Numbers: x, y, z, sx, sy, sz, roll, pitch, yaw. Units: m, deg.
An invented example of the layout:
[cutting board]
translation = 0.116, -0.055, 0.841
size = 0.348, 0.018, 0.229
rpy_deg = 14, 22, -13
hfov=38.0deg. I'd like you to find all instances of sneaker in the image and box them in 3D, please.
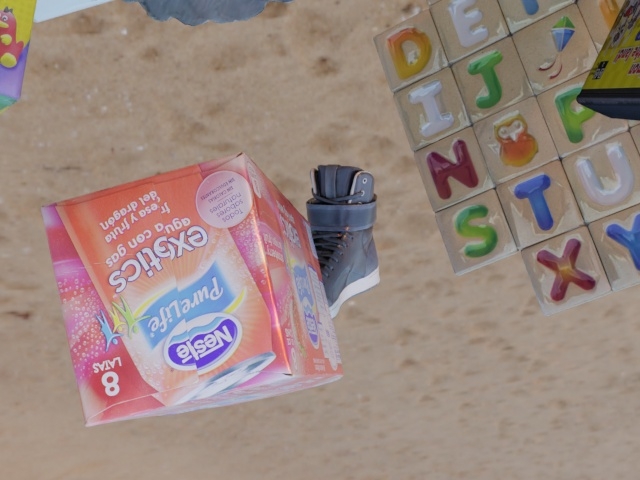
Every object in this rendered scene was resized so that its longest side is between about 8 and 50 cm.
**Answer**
[sneaker]
translation = -0.001, 0.000, 1.069
size = 0.086, 0.163, 0.226
rpy_deg = 9, -160, 26

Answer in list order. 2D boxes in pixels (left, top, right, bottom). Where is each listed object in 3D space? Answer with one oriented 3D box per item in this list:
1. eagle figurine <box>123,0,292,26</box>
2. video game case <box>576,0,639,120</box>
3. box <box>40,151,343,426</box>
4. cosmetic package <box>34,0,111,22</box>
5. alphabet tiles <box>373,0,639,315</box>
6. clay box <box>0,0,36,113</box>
[eagle figurine]
translation = -0.038, -0.177, 0.255
size = 0.225, 0.298, 0.226
rpy_deg = 38, 106, -11
[video game case]
translation = 0.245, -0.185, 0.527
size = 0.035, 0.248, 0.275
rpy_deg = 25, -171, -2
[box]
translation = -0.078, 0.051, 0.721
size = 0.142, 0.154, 0.300
rpy_deg = -15, 171, 5
[cosmetic package]
translation = -0.215, -0.318, 0.850
size = 0.184, 0.151, 0.151
rpy_deg = -17, 170, -4
[alphabet tiles]
translation = 0.199, -0.128, 0.744
size = 0.285, 0.342, 0.011
rpy_deg = -24, 165, 25
[clay box]
translation = -0.255, -0.210, 0.630
size = 0.127, 0.222, 0.053
rpy_deg = 14, 166, -35
